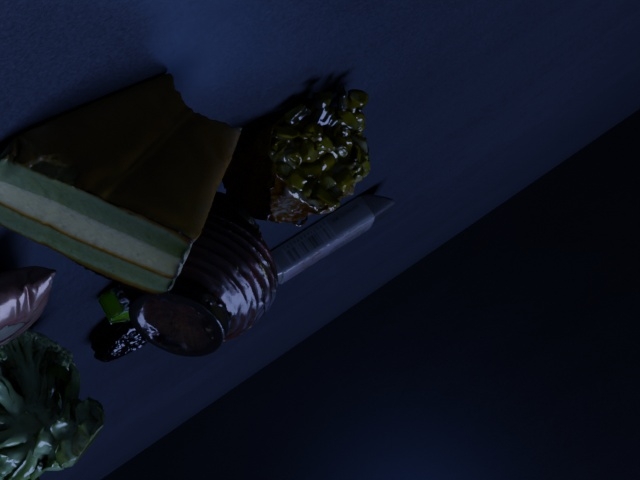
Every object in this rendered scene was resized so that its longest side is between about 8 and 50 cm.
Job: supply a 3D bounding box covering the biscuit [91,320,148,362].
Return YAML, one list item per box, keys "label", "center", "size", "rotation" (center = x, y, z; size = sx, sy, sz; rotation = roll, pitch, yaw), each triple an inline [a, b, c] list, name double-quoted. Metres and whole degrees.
- label: "biscuit"
  center: [-0.330, 0.155, 2.070]
  size: [0.194, 0.053, 0.194]
  rotation: [-33, 170, -6]

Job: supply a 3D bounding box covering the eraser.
- label: "eraser"
  center: [0.000, 0.000, 2.385]
  size: [0.352, 0.061, 0.089]
  rotation: [-32, 168, -16]

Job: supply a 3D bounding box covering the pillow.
- label: "pillow"
  center: [-0.444, 0.105, 1.427]
  size: [0.236, 0.084, 0.223]
  rotation: [-27, 172, -19]

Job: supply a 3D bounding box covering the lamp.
- label: "lamp"
  center: [-0.177, 0.041, 1.645]
  size: [0.247, 0.247, 0.247]
  rotation: [-34, 169, -8]

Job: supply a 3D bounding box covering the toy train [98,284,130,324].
- label: "toy train"
  center: [-0.296, 0.094, 1.913]
  size: [0.081, 0.060, 0.202]
  rotation: [-31, 171, 18]

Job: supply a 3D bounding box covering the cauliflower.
- label: "cauliflower"
  center: [-0.437, 0.268, 1.683]
  size: [0.272, 0.250, 0.275]
  rotation: [57, 43, -79]

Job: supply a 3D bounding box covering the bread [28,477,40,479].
- label: "bread"
  center: [-0.574, 0.392, 1.871]
  size: [0.184, 0.234, 0.110]
  rotation: [-36, 167, 6]

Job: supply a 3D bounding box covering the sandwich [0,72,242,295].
- label: "sandwich"
  center: [-0.226, -0.085, 1.268]
  size: [0.155, 0.227, 0.198]
  rotation: [126, -14, -54]

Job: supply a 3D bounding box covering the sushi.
- label: "sushi"
  center: [-0.017, -0.115, 1.643]
  size: [0.179, 0.167, 0.296]
  rotation: [-19, 174, 42]
